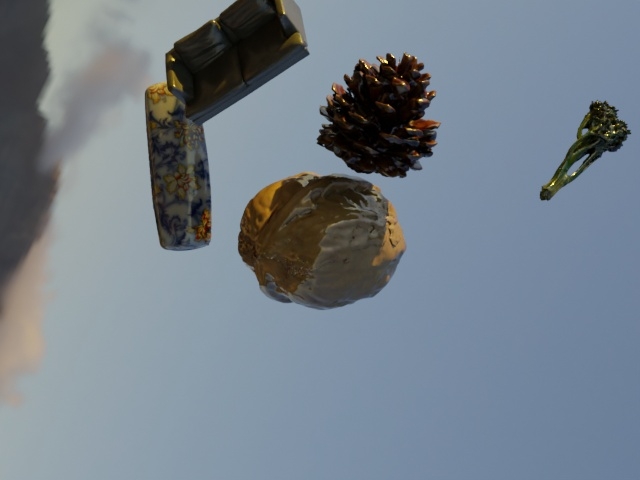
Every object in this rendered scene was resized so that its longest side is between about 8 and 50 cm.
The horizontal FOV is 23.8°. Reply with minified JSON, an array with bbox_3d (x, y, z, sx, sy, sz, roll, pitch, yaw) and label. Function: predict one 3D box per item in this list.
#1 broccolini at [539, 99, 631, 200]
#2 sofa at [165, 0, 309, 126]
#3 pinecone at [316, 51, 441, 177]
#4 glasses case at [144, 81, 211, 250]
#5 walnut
[{"bbox_3d":[0.372,-0.122,2.140,0.201,0.074,0.058,-48,170,-39],"label":"broccolini"},{"bbox_3d":[-0.088,-0.190,1.521,0.147,0.060,0.085,-30,-137,19],"label":"sofa"},{"bbox_3d":[0.080,-0.162,1.951,0.173,0.173,0.173,-54,-160,30],"label":"pinecone"},{"bbox_3d":[-0.207,-0.109,2.216,0.065,0.087,0.248,142,-57,-83],"label":"glasses case"},{"bbox_3d":[0.000,0.000,2.020,0.198,0.245,0.198,8,-77,40],"label":"walnut"}]
